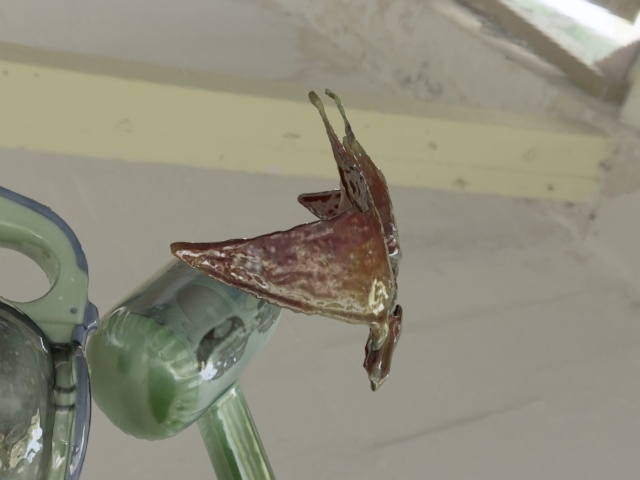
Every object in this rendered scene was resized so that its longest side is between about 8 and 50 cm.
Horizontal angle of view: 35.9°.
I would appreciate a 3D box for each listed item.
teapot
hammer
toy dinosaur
[{"bbox_3d":[-0.140,0.055,0.366,0.108,0.111,0.149,9,-149,-24],"label":"teapot"},{"bbox_3d":[-0.082,0.180,0.876,0.119,0.335,0.206,-10,-164,27],"label":"hammer"},{"bbox_3d":[-0.001,-0.009,0.736,0.113,0.206,0.327,-11,-148,10],"label":"toy dinosaur"}]
